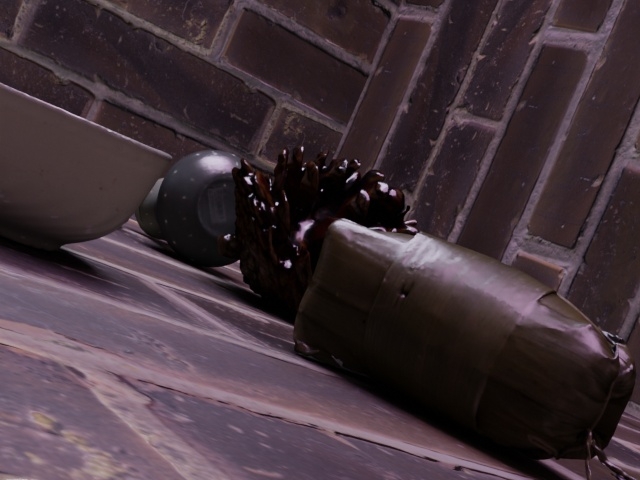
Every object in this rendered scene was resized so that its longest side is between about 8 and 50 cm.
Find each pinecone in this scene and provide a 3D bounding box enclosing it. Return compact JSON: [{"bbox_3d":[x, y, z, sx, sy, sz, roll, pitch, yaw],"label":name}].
[{"bbox_3d":[0.005,-0.005,1.599,0.296,0.242,0.298,17,16,-14],"label":"pinecone"}]

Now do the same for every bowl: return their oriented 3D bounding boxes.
[{"bbox_3d":[-0.304,-0.079,1.145,0.277,0.145,0.277,25,-1,0],"label":"bowl"}]

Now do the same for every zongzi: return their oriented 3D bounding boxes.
[{"bbox_3d":[0.235,0.144,1.217,0.447,0.181,0.418,27,2,35],"label":"zongzi"}]

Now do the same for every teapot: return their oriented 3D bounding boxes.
[{"bbox_3d":[-0.206,-0.050,1.811,0.183,0.183,0.251,23,-12,-30],"label":"teapot"}]
